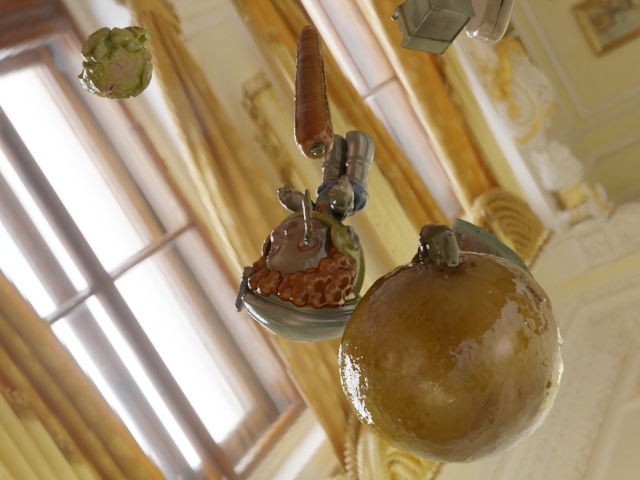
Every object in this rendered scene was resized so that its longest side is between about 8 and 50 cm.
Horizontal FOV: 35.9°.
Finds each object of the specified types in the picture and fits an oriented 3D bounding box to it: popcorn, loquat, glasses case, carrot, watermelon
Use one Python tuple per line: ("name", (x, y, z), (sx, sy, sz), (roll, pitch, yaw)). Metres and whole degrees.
("popcorn", (-0.264, -0.230, 1.286), (0.109, 0.097, 0.089), (-53, -162, 31))
("loquat", (0.190, 0.142, 1.425), (0.328, 0.360, 0.328), (-7, -159, 3))
("glasses case", (0.285, -0.415, 1.583), (0.083, 0.050, 0.196), (-147, -109, -72))
("carrot", (-0.010, -0.173, 1.114), (0.043, 0.043, 0.248), (-28, -142, 21))
("watermelon", (0.247, 0.112, 1.787), (0.262, 0.213, 0.201), (-65, 166, 16))

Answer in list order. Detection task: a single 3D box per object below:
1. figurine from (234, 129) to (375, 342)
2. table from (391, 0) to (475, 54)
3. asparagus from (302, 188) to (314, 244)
("figurine", (0.025, -0.002, 1.669), (0.224, 0.205, 0.382), (14, -109, 44))
("table", (0.153, -0.310, 1.363), (0.079, 0.062, 0.083), (4, 146, -29))
("asparagus", (-0.015, -0.029, 1.191), (0.013, 0.016, 0.166), (-43, -161, 16))
